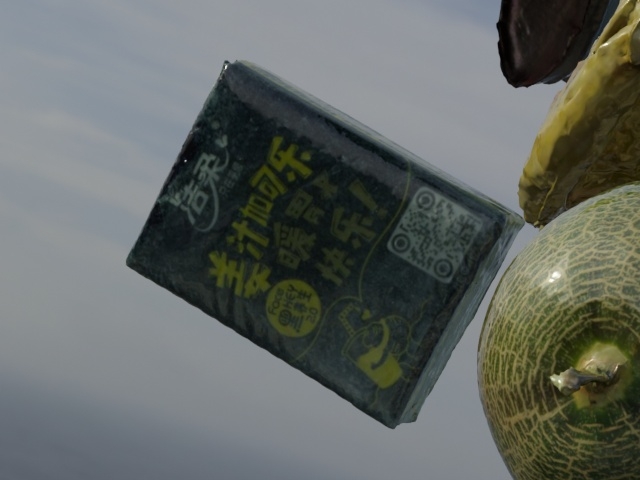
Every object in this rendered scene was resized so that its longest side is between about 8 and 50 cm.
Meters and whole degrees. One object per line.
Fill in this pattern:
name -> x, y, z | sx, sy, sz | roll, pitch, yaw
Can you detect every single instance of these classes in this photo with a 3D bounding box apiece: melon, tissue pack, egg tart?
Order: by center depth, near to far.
melon -> 0.125, 0.046, 0.657 | 0.139, 0.139, 0.192 | 14, 3, 31
egg tart -> 0.264, -0.111, 1.212 | 0.132, 0.341, 0.341 | 42, 1, 16
tissue pack -> 0.000, 0.000, 1.477 | 0.257, 0.185, 0.081 | 31, 9, 17

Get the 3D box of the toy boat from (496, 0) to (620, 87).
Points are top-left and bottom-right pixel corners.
toy boat -> 0.199, -0.201, 1.478 | 0.100, 0.097, 0.223 | 46, -32, 20

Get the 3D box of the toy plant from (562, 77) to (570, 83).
toy plant -> 0.285, -0.158, 1.684 | 0.200, 0.142, 0.105 | 14, 4, -19
